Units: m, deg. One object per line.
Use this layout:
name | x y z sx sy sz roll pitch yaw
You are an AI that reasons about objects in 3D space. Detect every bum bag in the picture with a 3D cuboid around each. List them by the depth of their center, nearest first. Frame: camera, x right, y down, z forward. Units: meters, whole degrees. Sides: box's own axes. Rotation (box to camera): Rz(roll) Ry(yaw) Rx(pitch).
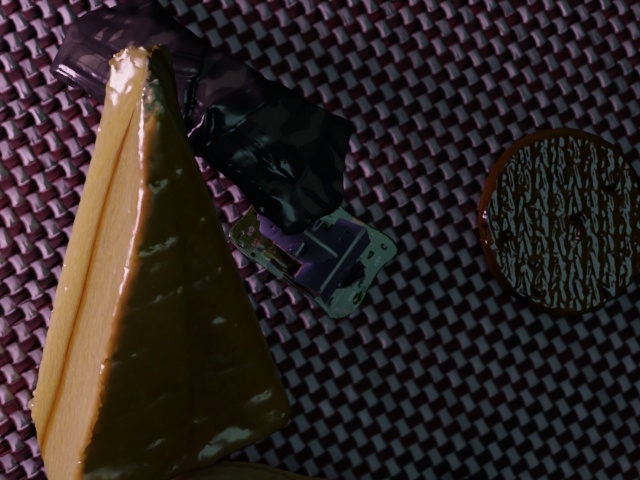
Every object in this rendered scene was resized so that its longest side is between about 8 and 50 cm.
bum bag | -0.111 -0.139 1.227 0.340 0.095 0.144 34 66 13

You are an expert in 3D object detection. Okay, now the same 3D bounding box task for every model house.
model house | 0.000 0.000 1.277 0.167 0.088 0.117 39 81 -8

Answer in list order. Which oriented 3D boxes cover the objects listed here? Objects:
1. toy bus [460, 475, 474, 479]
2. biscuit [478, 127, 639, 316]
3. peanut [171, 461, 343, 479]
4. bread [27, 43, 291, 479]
toy bus | 0.197 0.332 1.304 0.178 0.098 0.087 38 82 -11
biscuit | 0.272 -0.022 1.362 0.212 0.036 0.212 1 86 -12
peanut | -0.058 0.301 1.230 0.305 0.147 0.147 14 85 -10
bread | -0.194 0.021 1.105 0.245 0.233 0.362 -22 115 -12
